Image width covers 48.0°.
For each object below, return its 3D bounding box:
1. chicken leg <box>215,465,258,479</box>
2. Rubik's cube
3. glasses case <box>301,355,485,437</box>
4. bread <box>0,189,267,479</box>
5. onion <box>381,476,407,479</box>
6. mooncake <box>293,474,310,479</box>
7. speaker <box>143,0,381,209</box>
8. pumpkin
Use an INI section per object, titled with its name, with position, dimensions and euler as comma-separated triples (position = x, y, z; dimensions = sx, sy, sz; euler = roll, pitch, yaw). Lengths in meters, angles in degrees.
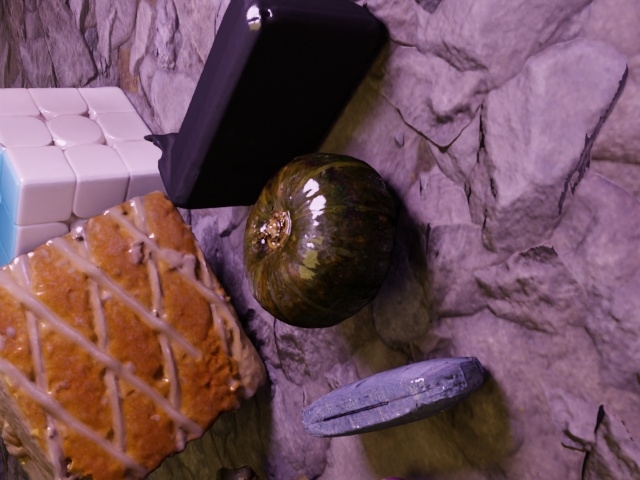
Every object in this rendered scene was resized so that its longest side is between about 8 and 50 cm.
[chicken leg]
position = -0.121, 0.556, 1.109
dimensions = 0.211, 0.140, 0.360
euler = -177, 81, -67
[Rubik's cube]
position = -0.486, -0.100, 1.383
dimensions = 0.291, 0.291, 0.290
euler = 51, 134, 31
[glasses case]
position = 0.079, 0.192, 0.867
dimensions = 0.282, 0.109, 0.067
euler = -35, 72, 51
[bread]
position = -0.346, 0.165, 1.136
dimensions = 0.279, 0.371, 0.390
euler = -23, 99, 57
[onion]
position = 0.099, 0.353, 0.887
dimensions = 0.115, 0.104, 0.115
euler = 54, 176, 5
[mooncake]
position = -0.032, 0.535, 1.147
dimensions = 0.150, 0.057, 0.346
euler = 175, 92, -65
[speaker]
position = -0.104, -0.196, 0.964
dimensions = 0.388, 0.180, 0.184
euler = -53, 52, 44
[pumpkin]
position = 0.000, 0.000, 0.888
dimensions = 0.224, 0.157, 0.223
euler = -19, 67, 52
